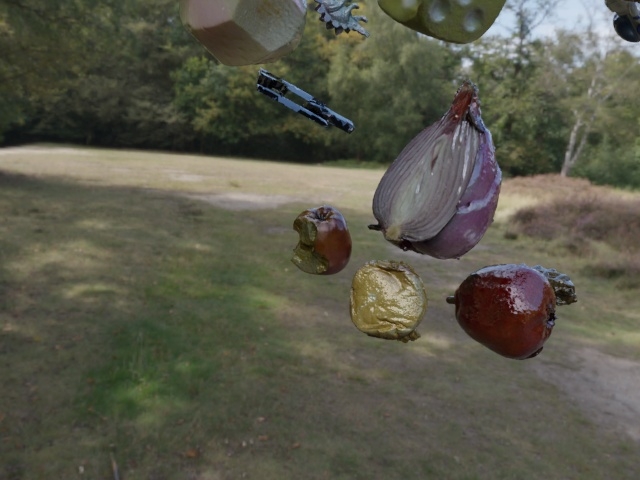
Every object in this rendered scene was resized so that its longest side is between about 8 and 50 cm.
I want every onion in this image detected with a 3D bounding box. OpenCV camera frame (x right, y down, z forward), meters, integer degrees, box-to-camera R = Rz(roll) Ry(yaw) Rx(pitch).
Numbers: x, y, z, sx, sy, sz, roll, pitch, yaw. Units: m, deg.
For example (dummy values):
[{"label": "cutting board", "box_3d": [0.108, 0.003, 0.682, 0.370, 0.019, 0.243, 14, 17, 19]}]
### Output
[{"label": "onion", "box_3d": [0.267, -0.123, 1.161, 0.159, 0.348, 0.267, 24, 10, -35]}]

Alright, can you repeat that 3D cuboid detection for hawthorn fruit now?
[{"label": "hawthorn fruit", "box_3d": [0.510, 0.187, 1.679, 0.307, 0.265, 0.265, 7, 9, 39]}]

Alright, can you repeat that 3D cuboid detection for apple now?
[{"label": "apple", "box_3d": [0.007, -0.003, 1.470, 0.147, 0.158, 0.156, -1, 38, -24]}]

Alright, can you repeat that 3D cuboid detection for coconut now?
[{"label": "coconut", "box_3d": [-0.135, -0.409, 0.963, 0.197, 0.237, 0.237, -15, 0, 28]}]

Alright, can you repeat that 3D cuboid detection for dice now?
[{"label": "dice", "box_3d": [0.286, -0.607, 1.361, 0.227, 0.233, 0.238, 3, 37, -29]}]

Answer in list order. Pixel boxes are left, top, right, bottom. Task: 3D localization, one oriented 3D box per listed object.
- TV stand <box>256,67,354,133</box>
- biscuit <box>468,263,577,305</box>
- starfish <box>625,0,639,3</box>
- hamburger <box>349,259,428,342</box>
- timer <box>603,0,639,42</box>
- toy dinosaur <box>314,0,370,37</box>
[{"label": "TV stand", "box_3d": [-0.033, -0.304, 1.318, 0.249, 0.042, 0.036, 24, 23, -24]}, {"label": "biscuit", "box_3d": [0.651, 0.165, 2.002, 0.366, 0.115, 0.268, -6, 17, -8]}, {"label": "starfish", "box_3d": [0.556, -0.355, 0.860, 0.299, 0.060, 0.302, -12, 22, -27]}, {"label": "hamburger", "box_3d": [0.124, 0.108, 1.062, 0.138, 0.147, 0.083, 1, -6, 19]}, {"label": "timer", "box_3d": [0.829, -0.708, 1.620, 0.383, 0.270, 0.270, 46, -10, -25]}, {"label": "toy dinosaur", "box_3d": [0.024, -0.509, 1.276, 0.209, 0.082, 0.039, 45, -8, -3]}]
